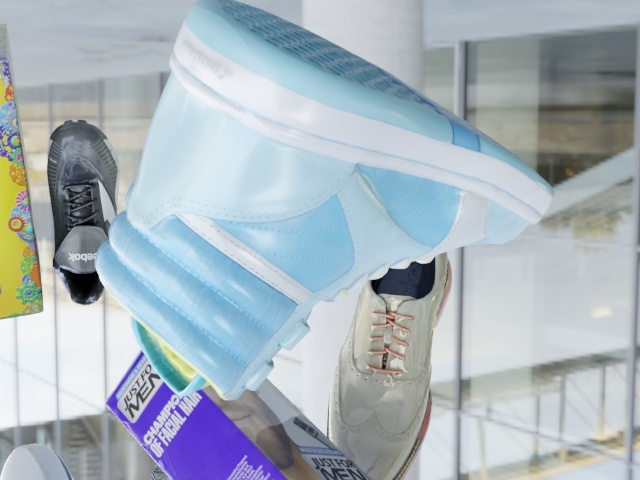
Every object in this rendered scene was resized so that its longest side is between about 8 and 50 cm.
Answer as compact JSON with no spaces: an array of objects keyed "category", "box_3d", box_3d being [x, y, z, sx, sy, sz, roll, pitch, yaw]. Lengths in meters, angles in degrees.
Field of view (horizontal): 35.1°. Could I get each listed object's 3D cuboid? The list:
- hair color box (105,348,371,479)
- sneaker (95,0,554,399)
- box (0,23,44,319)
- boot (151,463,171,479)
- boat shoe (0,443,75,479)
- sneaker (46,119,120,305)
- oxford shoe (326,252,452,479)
[{"category":"hair color box","box_3d":[-0.064,0.254,1.134,0.339,0.110,0.185,38,-171,30]},{"category":"sneaker","box_3d":[0.000,0.000,0.600,0.319,0.208,0.127,15,-160,-49]},{"category":"box","box_3d":[-0.424,-0.084,1.145,0.177,0.279,0.290,-8,-159,-15]},{"category":"boot","box_3d":[-0.208,0.342,1.614,0.045,0.121,0.099,37,-165,19]},{"category":"boat shoe","box_3d":[-0.236,0.386,1.128,0.157,0.136,0.367,10,-143,-48]},{"category":"sneaker","box_3d":[-0.259,-0.020,1.116,0.078,0.234,0.106,-2,-137,-13]},{"category":"oxford shoe","box_3d":[0.082,0.140,1.326,0.141,0.396,0.146,6,149,13]}]
